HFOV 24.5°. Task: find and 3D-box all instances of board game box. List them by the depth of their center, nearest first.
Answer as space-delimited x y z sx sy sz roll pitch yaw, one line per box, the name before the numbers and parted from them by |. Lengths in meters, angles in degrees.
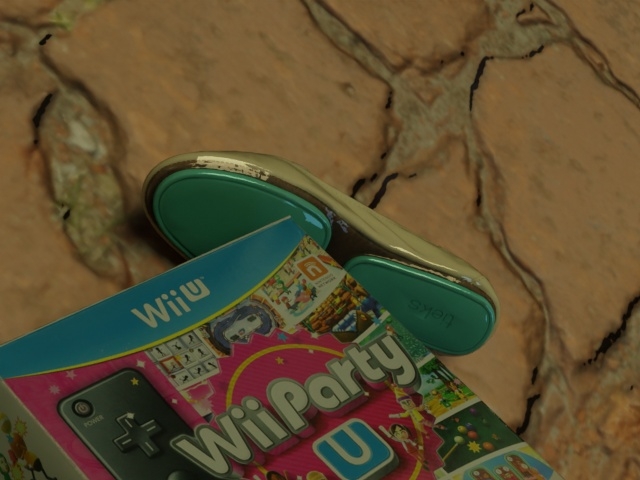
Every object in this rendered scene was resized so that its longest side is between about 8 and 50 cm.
board game box | -0.002 0.148 0.727 0.303 0.097 0.224 43 42 20

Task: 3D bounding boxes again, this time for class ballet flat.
ballet flat | 0.000 0.000 0.903 0.248 0.086 0.086 28 51 -24
